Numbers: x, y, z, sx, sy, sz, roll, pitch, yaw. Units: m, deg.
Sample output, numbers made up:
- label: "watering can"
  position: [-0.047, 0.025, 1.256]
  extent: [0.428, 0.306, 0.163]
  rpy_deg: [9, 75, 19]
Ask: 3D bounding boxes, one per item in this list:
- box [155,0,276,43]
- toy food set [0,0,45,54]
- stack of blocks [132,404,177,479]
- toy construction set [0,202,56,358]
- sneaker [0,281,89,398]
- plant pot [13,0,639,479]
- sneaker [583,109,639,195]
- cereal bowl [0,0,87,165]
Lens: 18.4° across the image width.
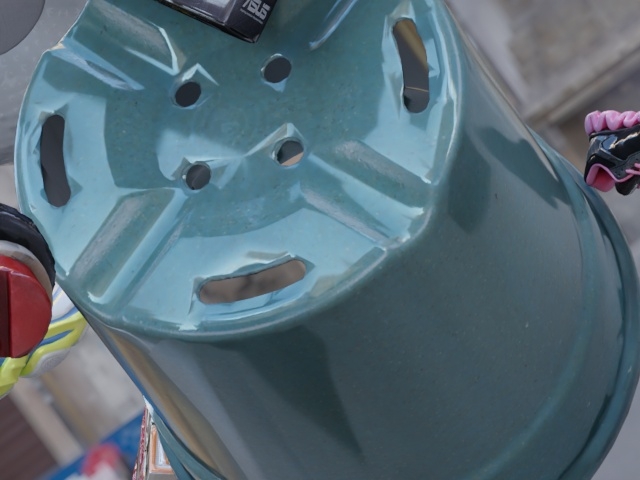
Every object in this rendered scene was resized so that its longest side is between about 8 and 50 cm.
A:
- label: "box"
  position: [-0.102, -0.228, 1.008]
  extent: [0.183, 0.231, 0.056]
  rpy_deg: [-66, -15, 1]
- label: "toy food set"
  position: [-0.047, -0.136, 0.545]
  extent: [0.111, 0.104, 0.232]
  rpy_deg: [-18, -39, -42]
- label: "stack of blocks"
  position: [-0.003, 0.204, 1.643]
  extent: [0.297, 0.087, 0.171]
  rpy_deg: [5, -36, -9]
- label: "toy construction set"
  position: [-0.222, 0.123, 0.717]
  extent: [0.237, 0.309, 0.257]
  rpy_deg: [6, -54, -23]
- label: "sneaker"
  position: [-0.294, 0.071, 1.681]
  extent: [0.091, 0.126, 0.240]
  rpy_deg: [-4, 27, 41]
- label: "plant pot"
  position: [0.000, 0.000, 1.172]
  extent: [0.341, 0.341, 0.334]
  rpy_deg: [-36, -28, 0]
- label: "sneaker"
  position: [0.207, -0.055, 1.248]
  extent: [0.119, 0.047, 0.057]
  rpy_deg: [-9, 61, 61]
- label: "cereal bowl"
  position: [-0.251, -0.237, 1.536]
  extent: [0.141, 0.339, 0.339]
  rpy_deg: [-24, 9, 46]
